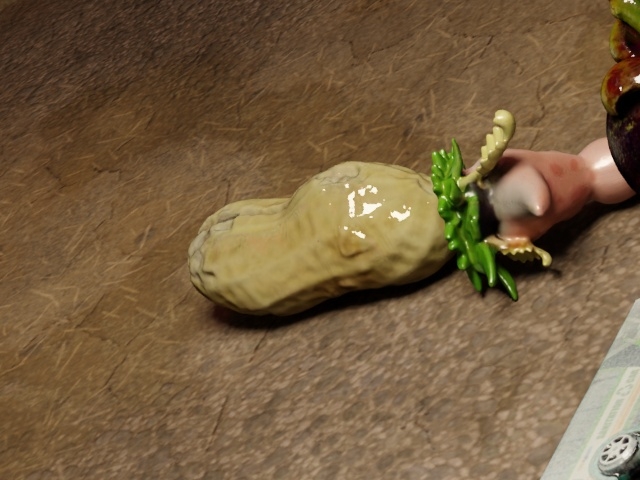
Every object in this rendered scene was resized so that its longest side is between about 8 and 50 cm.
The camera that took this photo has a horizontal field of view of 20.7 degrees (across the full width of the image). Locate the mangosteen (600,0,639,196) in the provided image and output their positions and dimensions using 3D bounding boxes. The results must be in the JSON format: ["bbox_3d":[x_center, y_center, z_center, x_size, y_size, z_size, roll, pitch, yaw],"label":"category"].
[{"bbox_3d":[0.324,-0.128,1.476,0.194,0.230,0.194,-28,21,12],"label":"mangosteen"}]

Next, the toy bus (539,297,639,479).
[{"bbox_3d":[0.238,0.140,1.272,0.109,0.091,0.261,-16,28,46],"label":"toy bus"}]

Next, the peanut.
[{"bbox_3d":[0.000,0.000,1.685,0.290,0.130,0.130,-18,30,26],"label":"peanut"}]

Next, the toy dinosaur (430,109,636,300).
[{"bbox_3d":[0.204,-0.031,1.566,0.177,0.152,0.194,-17,-11,22],"label":"toy dinosaur"}]
